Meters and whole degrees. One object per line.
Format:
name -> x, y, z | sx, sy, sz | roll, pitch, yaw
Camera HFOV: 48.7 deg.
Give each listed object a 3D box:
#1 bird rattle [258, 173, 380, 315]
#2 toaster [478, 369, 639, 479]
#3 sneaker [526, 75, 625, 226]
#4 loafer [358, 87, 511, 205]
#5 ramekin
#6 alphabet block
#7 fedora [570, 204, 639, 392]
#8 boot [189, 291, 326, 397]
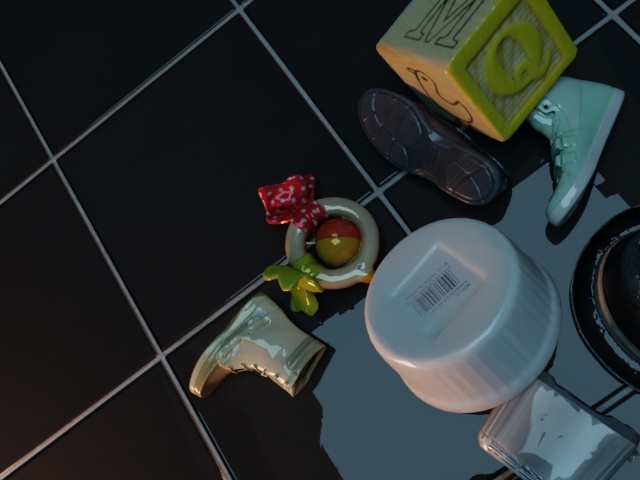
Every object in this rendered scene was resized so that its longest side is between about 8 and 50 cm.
bird rattle -> 0.000, 0.000, 1.229 | 0.206, 0.143, 0.254 | -2, 63, 5
toaster -> 0.332, 0.278, 1.029 | 0.227, 0.129, 0.146 | 35, 91, 22
sneaker -> 0.372, -0.151, 1.138 | 0.151, 0.094, 0.256 | 22, 74, 15
loafer -> 0.194, -0.161, 1.214 | 0.302, 0.095, 0.109 | 41, 121, 26
ramekin -> 0.200, 0.100, 1.051 | 0.277, 0.135, 0.277 | -23, 46, 26
alphabet block -> 0.247, -0.305, 1.129 | 0.193, 0.192, 0.197 | -52, 36, 2
fedora -> 0.530, 0.081, 1.002 | 0.334, 0.152, 0.334 | -4, 76, 17
boot -> -0.109, 0.217, 1.209 | 0.165, 0.077, 0.213 | 38, 87, 20
